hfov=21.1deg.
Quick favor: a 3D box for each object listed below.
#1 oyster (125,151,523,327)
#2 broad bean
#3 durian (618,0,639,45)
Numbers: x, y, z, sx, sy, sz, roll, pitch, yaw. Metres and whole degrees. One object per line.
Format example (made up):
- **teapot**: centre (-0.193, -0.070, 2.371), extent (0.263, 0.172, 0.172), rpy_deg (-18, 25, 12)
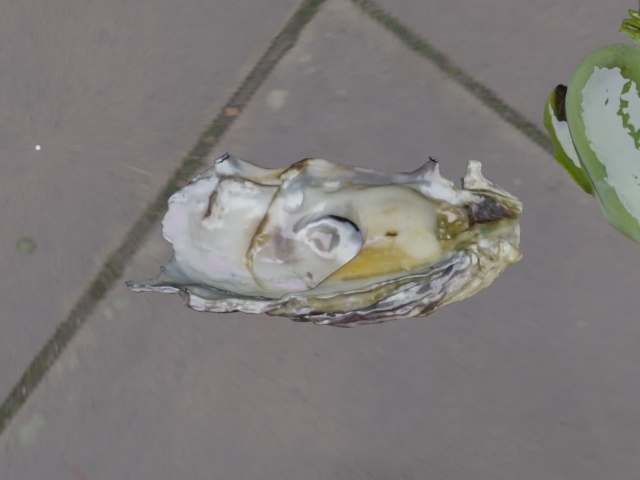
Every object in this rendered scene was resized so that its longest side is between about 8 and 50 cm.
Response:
- **oyster**: centre (-0.001, 0.008, 1.391), extent (0.271, 0.100, 0.275), rpy_deg (29, 54, 21)
- **broad bean**: centre (0.292, -0.073, 1.424), extent (0.228, 0.100, 0.169), rpy_deg (20, 96, 19)
- **durian**: centre (0.388, -0.131, 1.186), extent (0.394, 0.163, 0.198), rpy_deg (20, 127, 21)
